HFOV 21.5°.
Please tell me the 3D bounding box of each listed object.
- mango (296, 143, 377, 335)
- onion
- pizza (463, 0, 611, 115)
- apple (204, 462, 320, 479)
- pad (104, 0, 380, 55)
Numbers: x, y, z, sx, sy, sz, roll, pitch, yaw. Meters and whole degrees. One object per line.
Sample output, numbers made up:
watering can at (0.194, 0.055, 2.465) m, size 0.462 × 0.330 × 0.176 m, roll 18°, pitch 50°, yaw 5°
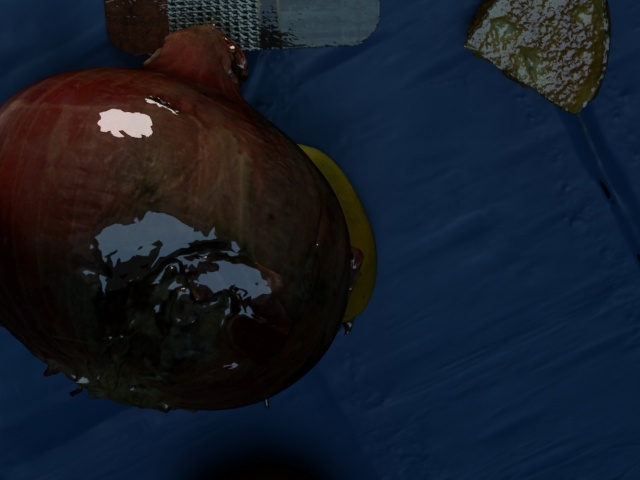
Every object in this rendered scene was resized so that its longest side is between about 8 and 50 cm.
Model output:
mango at (0.000, 0.000, 1.574) m, size 0.101 × 0.066 × 0.188 m, roll -9°, pitch 101°, yaw 2°
onion at (-0.136, 0.004, 1.431) m, size 0.353 × 0.354 × 0.354 m, roll 0°, pitch 109°, yaw -1°
pizza at (0.193, -0.197, 1.513) m, size 0.134 × 0.046 × 0.175 m, roll -1°, pitch 109°, yaw -1°
apple at (-0.058, 0.321, 1.603) m, size 0.234 × 0.234 × 0.234 m, roll 0°, pitch 109°, yaw -1°
pad at (-0.077, -0.316, 1.463) m, size 0.249 × 0.055 × 0.323 m, roll -3°, pitch 127°, yaw 1°
